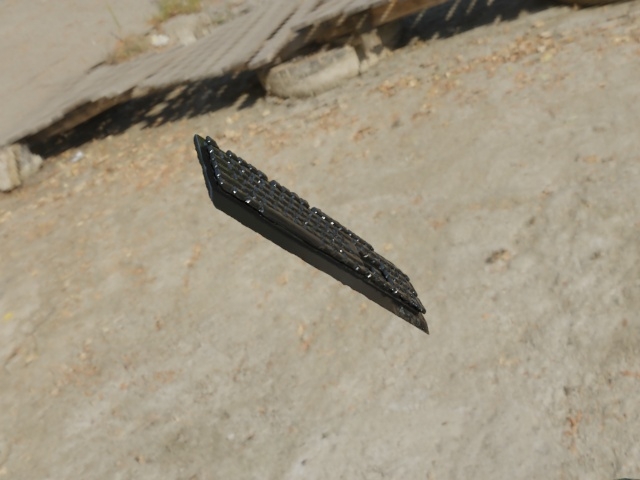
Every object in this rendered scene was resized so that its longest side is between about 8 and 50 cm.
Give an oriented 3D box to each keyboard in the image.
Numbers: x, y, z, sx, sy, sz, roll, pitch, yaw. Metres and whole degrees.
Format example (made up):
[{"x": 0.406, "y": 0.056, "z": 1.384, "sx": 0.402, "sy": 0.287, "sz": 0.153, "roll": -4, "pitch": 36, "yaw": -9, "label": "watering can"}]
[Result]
[{"x": 0.001, "y": -0.001, "z": 0.486, "sx": 0.015, "sy": 0.196, "sz": 0.074, "roll": -47, "pitch": 37, "yaw": 15, "label": "keyboard"}]

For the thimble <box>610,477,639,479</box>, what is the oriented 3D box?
[{"x": 0.255, "y": 0.267, "z": 0.625, "sx": 0.118, "sy": 0.090, "sz": 0.135, "roll": 1, "pitch": 70, "yaw": 13, "label": "thimble"}]
